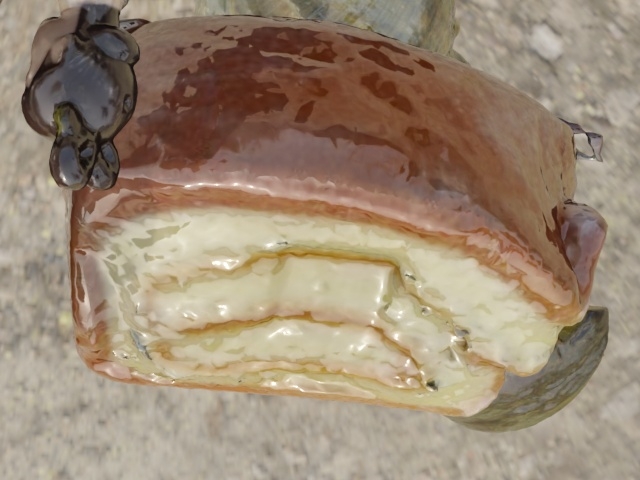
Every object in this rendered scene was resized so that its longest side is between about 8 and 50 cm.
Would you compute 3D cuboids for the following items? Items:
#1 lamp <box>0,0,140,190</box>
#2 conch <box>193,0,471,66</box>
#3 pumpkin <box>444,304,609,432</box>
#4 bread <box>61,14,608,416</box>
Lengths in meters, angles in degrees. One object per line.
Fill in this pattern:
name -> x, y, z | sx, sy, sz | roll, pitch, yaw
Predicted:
lamp -> -0.110, -0.138, 0.585 | 0.118, 0.118, 0.253 | 3, 82, -7
conch -> 0.023, -0.167, 1.193 | 0.291, 0.159, 0.210 | 41, 58, -15
pumpkin -> 0.104, 0.102, 1.442 | 0.254, 0.130, 0.149 | 13, 103, 29
bread -> 0.001, -0.008, 0.709 | 0.244, 0.123, 0.190 | 2, 141, 3
